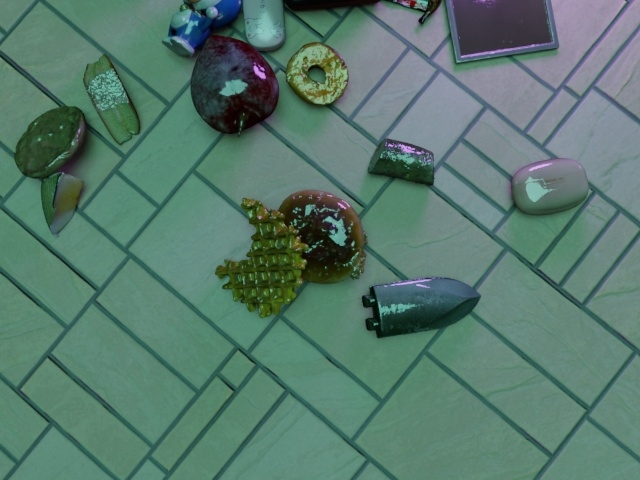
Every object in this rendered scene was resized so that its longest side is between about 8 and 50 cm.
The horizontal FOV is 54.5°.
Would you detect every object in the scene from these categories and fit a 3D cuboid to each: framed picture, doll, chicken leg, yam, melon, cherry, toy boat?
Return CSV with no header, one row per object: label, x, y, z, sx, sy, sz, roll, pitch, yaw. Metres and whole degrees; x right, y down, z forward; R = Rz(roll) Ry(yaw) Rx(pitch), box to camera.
framed picture,0.506,-0.628,1.749,0.296,0.019,0.232,-8,85,0
doll,-0.333,-0.625,1.700,0.215,0.161,0.257,25,78,44
chicken leg,0.310,-0.676,1.733,0.062,0.037,0.145,8,96,13
yam,0.228,-0.213,1.683,0.183,0.107,0.107,14,86,0
melon,-0.727,-0.119,1.719,0.139,0.093,0.203,37,118,30
cherry,-0.233,-0.416,1.661,0.230,0.203,0.300,-22,76,7
toy boat,0.274,0.171,1.654,0.319,0.092,0.141,-7,84,-6

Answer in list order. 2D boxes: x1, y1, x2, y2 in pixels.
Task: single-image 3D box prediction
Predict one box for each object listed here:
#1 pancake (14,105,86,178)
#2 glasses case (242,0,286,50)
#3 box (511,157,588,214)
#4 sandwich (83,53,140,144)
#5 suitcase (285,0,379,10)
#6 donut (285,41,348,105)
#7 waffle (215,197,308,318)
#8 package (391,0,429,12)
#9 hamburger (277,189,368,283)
pancake,-0.742,-0.267,1.710,0.241,0.050,0.242,-11,56,17
glasses case,-0.162,-0.679,1.744,0.113,0.075,0.297,-6,86,0
box,0.614,-0.144,1.668,0.200,0.088,0.146,-12,84,-1
sandwich,-0.586,-0.403,1.727,0.094,0.096,0.258,-26,87,-6
suitcase,0.034,-0.764,1.702,0.297,0.161,0.236,-4,83,1
donut,-0.005,-0.454,1.728,0.162,0.065,0.178,-37,86,3
waffle,-0.143,0.054,1.616,0.259,0.069,0.293,38,119,23
package,0.277,-0.773,1.759,0.166,0.040,0.232,18,88,3
hamburger,0.000,0.000,1.652,0.243,0.146,0.286,-41,87,5
